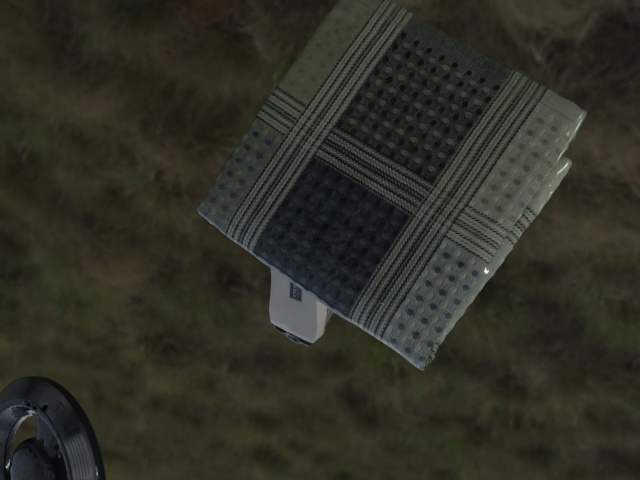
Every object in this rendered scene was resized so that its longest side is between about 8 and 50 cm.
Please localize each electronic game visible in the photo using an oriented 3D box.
[{"bbox_3d":[-0.318,0.268,1.339,0.229,0.229,0.048,-6,179,43],"label":"electronic game"}]

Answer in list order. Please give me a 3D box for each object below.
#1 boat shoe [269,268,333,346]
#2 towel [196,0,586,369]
[{"bbox_3d":[0.000,0.000,1.856,0.127,0.158,0.340,26,136,14],"label":"boat shoe"},{"bbox_3d":[0.075,-0.078,1.247,0.312,0.324,0.056,33,176,18],"label":"towel"}]
